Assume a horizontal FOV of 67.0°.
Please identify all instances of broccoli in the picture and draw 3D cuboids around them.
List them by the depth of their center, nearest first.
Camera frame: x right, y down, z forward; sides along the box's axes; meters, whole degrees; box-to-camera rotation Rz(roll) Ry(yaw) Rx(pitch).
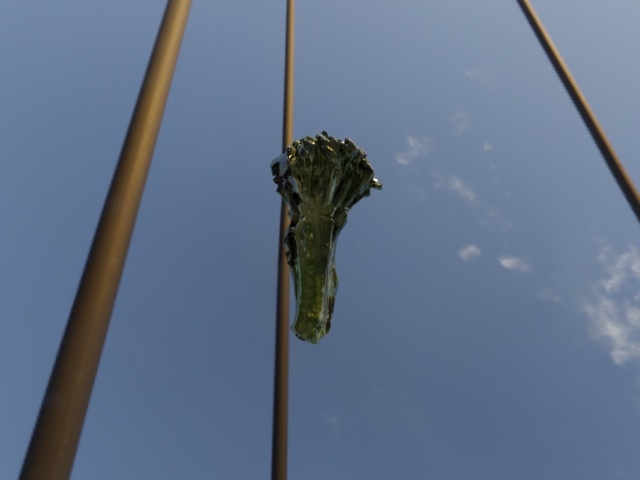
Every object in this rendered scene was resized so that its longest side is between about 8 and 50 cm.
[{"bbox_3d":[0.001,-0.002,0.714,0.145,0.164,0.304,-4,-107,41],"label":"broccoli"}]
